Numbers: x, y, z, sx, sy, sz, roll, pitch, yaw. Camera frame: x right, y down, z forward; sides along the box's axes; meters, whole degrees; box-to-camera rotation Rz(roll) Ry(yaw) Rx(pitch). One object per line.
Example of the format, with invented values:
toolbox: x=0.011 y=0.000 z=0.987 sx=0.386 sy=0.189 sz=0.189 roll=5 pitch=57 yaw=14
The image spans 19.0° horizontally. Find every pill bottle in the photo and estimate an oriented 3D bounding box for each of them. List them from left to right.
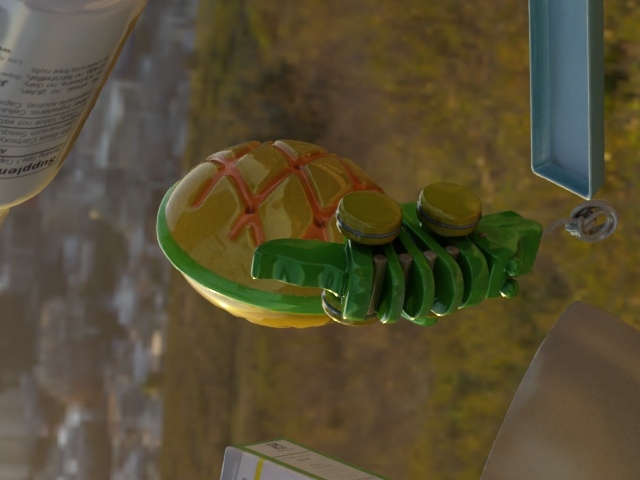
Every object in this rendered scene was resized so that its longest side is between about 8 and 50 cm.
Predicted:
pill bottle: x=-0.180 y=-0.090 z=0.982 sx=0.229 sy=0.131 sz=0.131 roll=-55 pitch=35 yaw=43

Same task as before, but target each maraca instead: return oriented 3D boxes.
maraca: x=0.000 y=0.000 z=1.073 sx=0.127 sy=0.185 sz=0.099 roll=-79 pitch=-1 yaw=-48

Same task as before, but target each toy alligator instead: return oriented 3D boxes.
toy alligator: x=0.063 y=0.010 z=0.847 sx=0.051 sy=0.189 sz=0.056 roll=-123 pitch=36 yaw=-46

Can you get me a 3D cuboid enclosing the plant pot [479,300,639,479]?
plant pot: x=0.237 y=0.210 z=1.464 sx=0.284 sy=0.191 sz=0.284 roll=-56 pitch=-22 yaw=-37

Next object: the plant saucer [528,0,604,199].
plant saucer: x=0.151 y=-0.124 z=1.163 sx=0.067 sy=0.018 sz=0.192 roll=34 pitch=134 yaw=57

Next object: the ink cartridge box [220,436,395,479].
ink cartridge box: x=0.028 y=0.205 z=1.178 sx=0.209 sy=0.062 sz=0.109 roll=17 pitch=101 yaw=35
